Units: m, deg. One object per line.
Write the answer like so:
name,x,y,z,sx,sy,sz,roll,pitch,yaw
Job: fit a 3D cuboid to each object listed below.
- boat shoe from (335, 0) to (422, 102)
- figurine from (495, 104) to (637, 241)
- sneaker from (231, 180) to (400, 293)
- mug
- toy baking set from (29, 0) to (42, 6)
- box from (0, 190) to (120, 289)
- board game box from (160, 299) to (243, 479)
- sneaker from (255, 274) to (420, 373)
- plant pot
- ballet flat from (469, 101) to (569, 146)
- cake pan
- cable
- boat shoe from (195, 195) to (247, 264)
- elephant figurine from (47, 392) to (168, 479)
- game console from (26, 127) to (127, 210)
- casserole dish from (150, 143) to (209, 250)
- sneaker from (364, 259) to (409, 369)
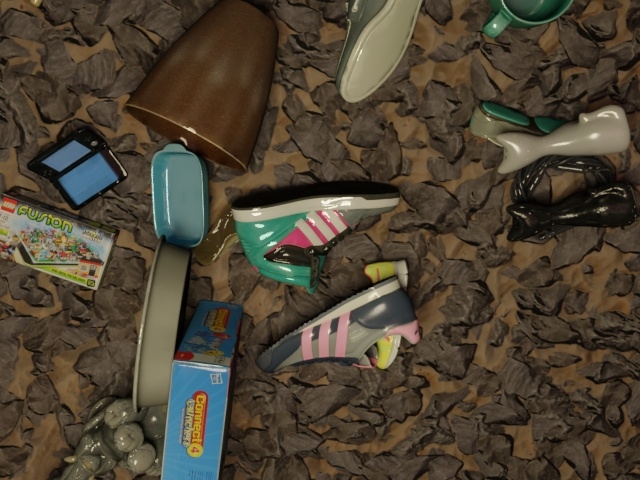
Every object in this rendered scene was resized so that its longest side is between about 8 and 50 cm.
boat shoe,0.098,-0.391,1.089,0.099,0.116,0.319,37,110,34
figurine,0.407,-0.108,1.094,0.210,0.092,0.214,-12,113,9
sneaker,0.000,0.000,1.136,0.296,0.124,0.178,-8,111,-11
mug,0.332,-0.416,1.075,0.158,0.097,0.129,-15,102,1
toy baking set,-0.485,-0.519,1.054,0.197,0.030,0.256,39,98,-9
box,-0.479,0.000,1.157,0.207,0.036,0.114,20,100,-6
board game box,-0.197,0.293,1.094,0.086,0.302,0.308,7,102,-4
sneaker,0.027,0.186,1.137,0.319,0.112,0.131,-32,85,25
plant pot,-0.166,-0.263,1.048,0.215,0.215,0.230,26,84,-7
ballet flat,0.367,-0.189,1.148,0.213,0.072,0.068,14,128,-4
cake pan,-0.256,0.138,1.066,0.054,0.293,0.293,7,101,-9
cable,0.439,-0.093,1.178,0.185,0.047,0.150,-25,97,5
boat shoe,-0.164,-0.019,1.168,0.056,0.048,0.153,39,91,3
elephant figurine,-0.382,0.363,1.185,0.239,0.186,0.169,-26,66,32
game console,-0.419,-0.121,1.120,0.122,0.107,0.071,-33,73,4
casserole dish,-0.241,-0.075,1.133,0.114,0.037,0.188,5,103,27
sneaker,0.110,0.134,1.195,0.094,0.081,0.208,5,96,5
